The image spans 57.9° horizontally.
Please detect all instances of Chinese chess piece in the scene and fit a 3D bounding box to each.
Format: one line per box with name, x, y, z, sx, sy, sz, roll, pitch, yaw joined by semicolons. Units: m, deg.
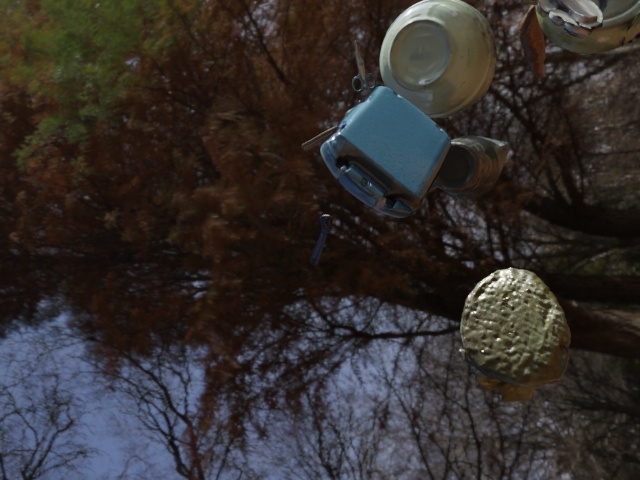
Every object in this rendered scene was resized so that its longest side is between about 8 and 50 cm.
Chinese chess piece;0.561;-0.493;1.172;0.092;0.238;0.237;45;-127;-68

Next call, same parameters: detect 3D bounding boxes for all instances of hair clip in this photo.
hair clip;0.385;-0.376;0.909;0.116;0.172;0.049;-19;-28;-25

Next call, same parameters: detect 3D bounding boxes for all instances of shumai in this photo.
shumai;0.534;0.266;1.580;0.288;0.292;0.329;43;-132;-51

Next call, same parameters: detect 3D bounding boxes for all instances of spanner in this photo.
spanner;0.000;0.000;1.781;0.012;0.046;0.208;-48;-18;-47

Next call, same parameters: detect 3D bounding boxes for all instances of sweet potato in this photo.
sweet potato;0.599;-0.542;1.626;0.314;0.066;0.072;45;-118;-55

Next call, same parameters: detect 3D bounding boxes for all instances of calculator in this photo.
calculator;0.109;-0.146;0.894;0.173;0.051;0.293;38;-139;-1

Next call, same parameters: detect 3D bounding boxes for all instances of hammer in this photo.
hammer;0.033;-0.246;1.273;0.062;0.199;0.013;34;-133;-37

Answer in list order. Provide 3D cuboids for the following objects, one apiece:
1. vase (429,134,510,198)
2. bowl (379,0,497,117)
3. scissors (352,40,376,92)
vase;0.310;-0.160;1.317;0.156;0.251;0.301;62;-160;3
bowl;0.284;-0.470;1.490;0.163;0.308;0.306;-22;-72;-59
scissors;0.096;-0.407;1.352;0.014;0.058;0.119;-12;-87;-78
